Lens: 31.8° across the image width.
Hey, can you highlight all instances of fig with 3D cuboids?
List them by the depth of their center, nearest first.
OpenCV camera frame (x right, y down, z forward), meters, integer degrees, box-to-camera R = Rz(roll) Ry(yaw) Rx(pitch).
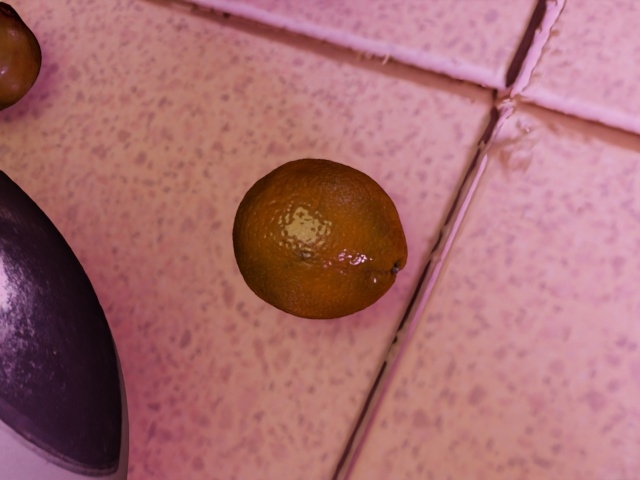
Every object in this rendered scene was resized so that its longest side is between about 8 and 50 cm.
[{"bbox_3d":[-0.231,-0.114,0.741,0.084,0.082,0.098,33,108,-6],"label":"fig"}]

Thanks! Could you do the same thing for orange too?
[{"bbox_3d":[0.000,0.000,0.594,0.095,0.085,0.085,18,82,30],"label":"orange"}]

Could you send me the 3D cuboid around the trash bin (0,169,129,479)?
[{"bbox_3d":[-0.307,0.125,0.561,0.432,0.280,0.280,-37,63,2],"label":"trash bin"}]
